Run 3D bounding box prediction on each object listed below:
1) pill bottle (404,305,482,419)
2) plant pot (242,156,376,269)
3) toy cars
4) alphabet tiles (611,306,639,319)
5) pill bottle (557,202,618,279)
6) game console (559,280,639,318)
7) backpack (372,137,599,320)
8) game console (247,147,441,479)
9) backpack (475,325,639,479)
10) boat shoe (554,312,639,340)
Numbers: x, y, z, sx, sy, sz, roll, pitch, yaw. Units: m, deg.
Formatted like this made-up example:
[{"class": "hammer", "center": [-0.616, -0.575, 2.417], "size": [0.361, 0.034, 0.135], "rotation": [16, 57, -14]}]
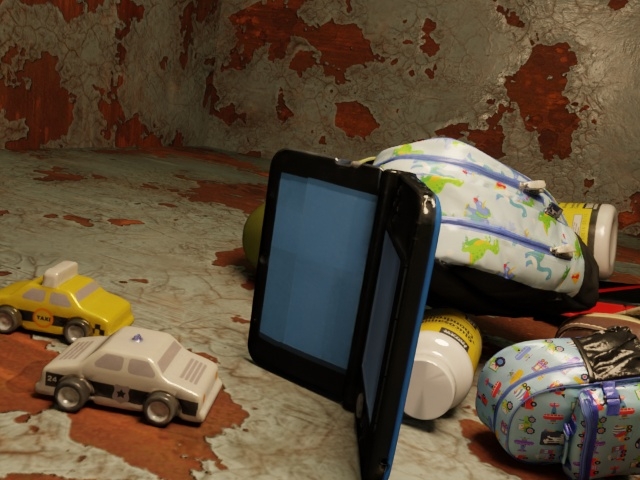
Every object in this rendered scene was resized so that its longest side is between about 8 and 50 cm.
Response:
[{"class": "pill bottle", "center": [0.149, 0.156, 0.727], "size": [0.103, 0.103, 0.184], "rotation": [14, 14, 19]}, {"class": "plant pot", "center": [0.000, 0.000, 1.024], "size": [0.275, 0.274, 0.293], "rotation": [-4, 3, -44]}, {"class": "toy cars", "center": [-0.277, 0.104, 0.686], "size": [0.394, 0.087, 0.176], "rotation": [21, 18, 40]}, {"class": "alphabet tiles", "center": [0.555, 0.174, 0.887], "size": [0.237, 0.009, 0.198], "rotation": [26, -17, 3]}, {"class": "pill bottle", "center": [0.567, -0.006, 1.444], "size": [0.334, 0.188, 0.188], "rotation": [5, 9, 33]}, {"class": "game console", "center": [0.619, 0.131, 1.179], "size": [0.386, 0.060, 0.342], "rotation": [0, 1, -36]}, {"class": "backpack", "center": [0.206, -0.001, 0.840], "size": [0.355, 0.273, 0.290], "rotation": [-1, 2, -39]}, {"class": "game console", "center": [0.002, 0.063, 0.607], "size": [0.173, 0.293, 0.250], "rotation": [8, 14, -1]}, {"class": "backpack", "center": [0.265, 0.182, 0.610], "size": [0.173, 0.158, 0.117], "rotation": [-4, 32, -1]}, {"class": "boat shoe", "center": [0.459, 0.198, 0.747], "size": [0.123, 0.123, 0.342], "rotation": [-1, 23, -41]}]
